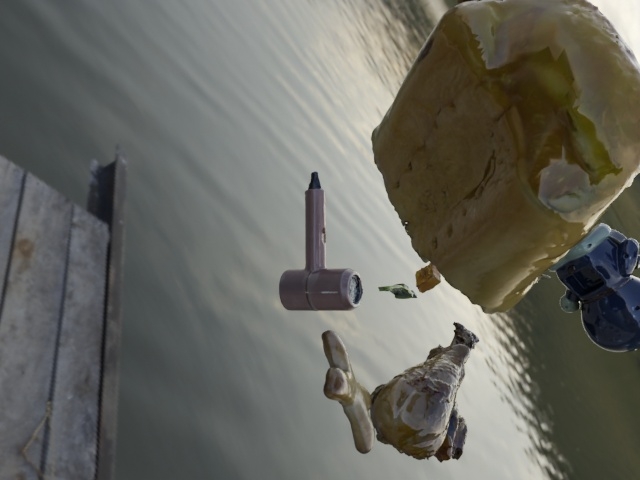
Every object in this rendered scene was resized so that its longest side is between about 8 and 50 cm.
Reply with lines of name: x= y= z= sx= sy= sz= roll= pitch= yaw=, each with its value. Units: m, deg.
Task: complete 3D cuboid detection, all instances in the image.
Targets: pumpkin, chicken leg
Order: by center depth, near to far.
chicken leg: x=0.280 y=0.375 z=1.686 sx=0.409 sy=0.182 sz=0.295 roll=-47 pitch=115 yaw=-40
pumpkin: x=0.329 y=0.115 z=2.152 sx=0.054 sy=0.083 sz=0.074 roll=36 pitch=39 yaw=-26

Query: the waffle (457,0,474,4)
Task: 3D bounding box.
waffle: x=0.297 y=-0.526 z=1.296 sx=0.261 sy=0.151 sz=0.324 roll=82 pitch=-6 yaw=-49

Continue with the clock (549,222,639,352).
clock: x=0.558 y=0.104 z=1.380 sx=0.146 sy=0.199 sz=0.243 roll=-30 pitch=84 yaw=-47

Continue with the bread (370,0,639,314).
bread: x=0.277 y=-0.132 z=0.975 sx=0.361 sy=0.250 sz=0.394 roll=65 pitch=-25 yaw=19

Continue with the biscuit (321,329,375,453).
biscuit: x=0.055 y=0.292 z=1.372 sx=0.164 sy=0.047 sz=0.208 roll=-95 pitch=163 yaw=-54

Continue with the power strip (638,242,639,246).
power strip: x=0.931 y=0.043 z=1.774 sx=0.168 sy=0.253 sz=0.054 roll=-65 pitch=156 yaw=-45

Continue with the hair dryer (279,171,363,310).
hair dryer: x=0.000 y=0.000 z=1.728 sx=0.106 sy=0.189 sz=0.344 roll=3 pitch=85 yaw=-63

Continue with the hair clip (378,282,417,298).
hair clip: x=0.204 y=0.135 z=1.924 sx=0.188 sy=0.060 sz=0.033 roll=23 pitch=65 yaw=-59
